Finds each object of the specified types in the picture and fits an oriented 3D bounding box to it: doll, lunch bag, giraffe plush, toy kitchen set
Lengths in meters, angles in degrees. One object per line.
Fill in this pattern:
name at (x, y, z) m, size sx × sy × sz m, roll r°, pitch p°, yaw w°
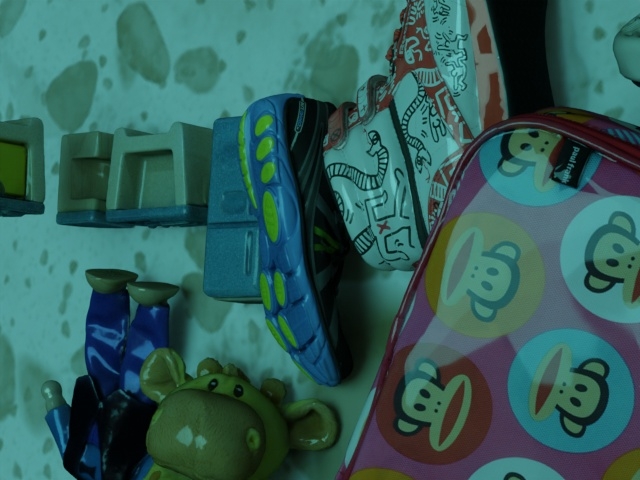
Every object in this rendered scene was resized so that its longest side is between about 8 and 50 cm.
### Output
doll at (-0.147, 0.117, 1.320) m, size 0.129 × 0.046 × 0.189 m, roll 14°, pitch 100°, yaw 32°
lunch bag at (0.160, 0.098, 0.989) m, size 0.258 × 0.120 × 0.293 m, roll 24°, pitch 104°, yaw 17°
giraffe plush at (-0.073, 0.162, 1.199) m, size 0.210 × 0.181 × 0.171 m, roll -170°, pitch 101°, yaw -75°
toy kitchen set at (-0.139, -0.024, 1.252) m, size 0.207 × 0.166 × 0.122 m, roll -3°, pitch 82°, yaw 41°

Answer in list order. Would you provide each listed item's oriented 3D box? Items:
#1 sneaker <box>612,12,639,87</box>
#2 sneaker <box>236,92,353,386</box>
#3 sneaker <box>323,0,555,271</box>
sneaker at (0.287, -0.060, 0.927) m, size 0.350 × 0.131 × 0.148 m, roll 13°, pitch 134°, yaw 57°
sneaker at (0.000, 0.000, 1.192) m, size 0.067 × 0.078 × 0.188 m, roll -2°, pitch 98°, yaw 63°
sneaker at (0.064, -0.114, 1.139) m, size 0.145 × 0.090 × 0.270 m, roll -13°, pitch 79°, yaw 37°
